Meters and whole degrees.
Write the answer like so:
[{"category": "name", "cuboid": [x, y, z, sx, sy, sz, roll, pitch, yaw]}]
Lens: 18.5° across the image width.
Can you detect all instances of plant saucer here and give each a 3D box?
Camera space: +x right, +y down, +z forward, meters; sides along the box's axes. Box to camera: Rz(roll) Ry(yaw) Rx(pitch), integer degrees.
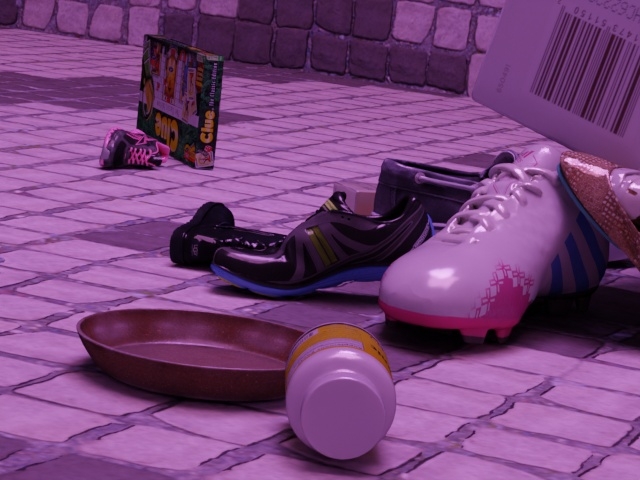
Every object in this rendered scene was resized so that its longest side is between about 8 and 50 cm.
[{"category": "plant saucer", "cuboid": [-0.076, 0.075, 1.278, 0.168, 0.029, 0.168, 6, 10, -1]}]

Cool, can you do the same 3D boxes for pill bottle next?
[{"category": "pill bottle", "cuboid": [0.011, 0.089, 1.143, 0.065, 0.065, 0.116, 6, 10, -2]}]

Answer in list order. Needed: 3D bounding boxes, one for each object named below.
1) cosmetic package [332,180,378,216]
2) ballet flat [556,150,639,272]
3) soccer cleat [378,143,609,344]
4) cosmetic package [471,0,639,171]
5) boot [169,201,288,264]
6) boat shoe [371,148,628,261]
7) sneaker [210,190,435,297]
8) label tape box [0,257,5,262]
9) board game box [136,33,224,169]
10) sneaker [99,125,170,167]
[{"category": "cosmetic package", "cuboid": [0.074, -0.034, 2.011, 0.115, 0.041, 0.060, 3, 11, -23]}, {"category": "ballet flat", "cuboid": [0.268, -0.003, 1.536, 0.206, 0.067, 0.073, 53, 36, 12]}, {"category": "soccer cleat", "cuboid": [0.142, -0.005, 1.571, 0.116, 0.143, 0.331, 11, 11, 26]}, {"category": "cosmetic package", "cuboid": [0.371, -0.148, 1.765, 0.230, 0.161, 0.453, 31, 20, 34]}, {"category": "boot", "cuboid": [-0.066, 0.001, 1.688, 0.099, 0.045, 0.121, 7, 16, 15]}, {"category": "boat shoe", "cuboid": [0.192, -0.038, 1.927, 0.301, 0.102, 0.108, 3, 10, -19]}, {"category": "sneaker", "cuboid": [0.000, 0.000, 1.596, 0.188, 0.078, 0.067, -11, 14, -11]}, {"category": "label tape box", "cuboid": [-0.449, -0.058, 1.566, 0.348, 0.115, 0.249, 13, 11, 43]}, {"category": "board game box", "cuboid": [-0.174, -0.173, 2.388, 0.030, 0.136, 0.260, -1, 11, -21]}, {"category": "sneaker", "cuboid": [-0.209, -0.101, 2.227, 0.057, 0.047, 0.119, 22, 15, 16]}]
